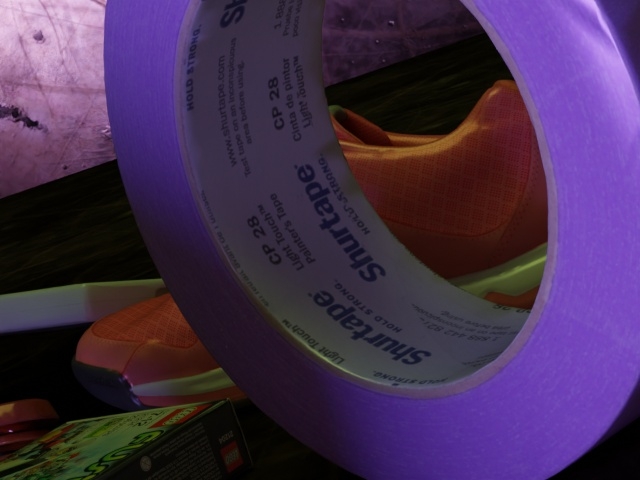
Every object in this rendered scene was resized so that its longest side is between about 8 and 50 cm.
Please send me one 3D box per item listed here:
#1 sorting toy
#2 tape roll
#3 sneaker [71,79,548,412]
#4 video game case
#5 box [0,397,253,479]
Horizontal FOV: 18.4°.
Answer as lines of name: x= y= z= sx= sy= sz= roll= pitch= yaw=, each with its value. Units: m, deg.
sorting toy: x=-0.179 y=0.116 z=1.077 sx=0.061 sy=0.042 sz=0.102 roll=-6 pitch=-11 yaw=-30
tape roll: x=0.040 y=-0.042 z=0.765 sx=0.275 sy=0.275 sz=0.090 roll=-10 pitch=13 yaw=47
sneaker: x=0.001 y=0.000 z=1.059 sx=0.314 sy=0.136 sz=0.116 roll=-16 pitch=8 yaw=20
video game case: x=-0.140 y=0.042 z=1.260 sx=0.227 sy=0.026 sz=0.206 roll=-9 pitch=-4 yaw=44
box: x=-0.136 y=0.129 z=0.871 sx=0.114 sy=0.036 sz=0.207 roll=-12 pitch=11 yaw=38
